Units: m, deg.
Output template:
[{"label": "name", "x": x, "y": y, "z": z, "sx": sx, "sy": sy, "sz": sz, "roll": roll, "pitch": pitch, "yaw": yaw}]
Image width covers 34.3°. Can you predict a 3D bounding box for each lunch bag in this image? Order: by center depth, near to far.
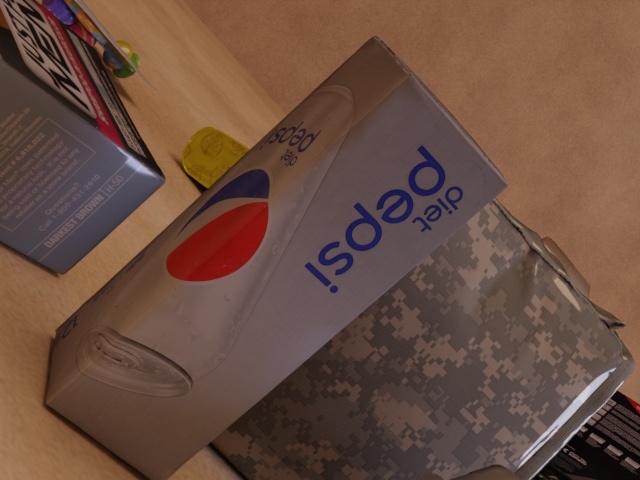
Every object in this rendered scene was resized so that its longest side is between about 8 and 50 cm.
[{"label": "lunch bag", "x": 0.070, "y": 0.093, "z": 0.815, "sx": 0.235, "sy": 0.287, "sz": 0.169, "roll": 46, "pitch": 9, "yaw": -11}]

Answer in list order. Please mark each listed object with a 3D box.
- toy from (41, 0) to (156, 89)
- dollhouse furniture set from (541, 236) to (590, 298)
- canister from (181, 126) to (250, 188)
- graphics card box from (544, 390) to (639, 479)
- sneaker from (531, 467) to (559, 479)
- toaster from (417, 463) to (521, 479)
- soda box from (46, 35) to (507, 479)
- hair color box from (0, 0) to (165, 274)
[{"label": "toy", "x": -0.311, "y": -0.278, "z": 1.333, "sx": 0.137, "sy": 0.056, "sz": 0.237, "roll": 49, "pitch": 2, "yaw": 30}, {"label": "dollhouse furniture set", "x": 0.162, "y": 0.099, "z": 1.190, "sx": 0.161, "sy": 0.212, "sz": 0.242, "roll": 49, "pitch": 35, "yaw": -12}, {"label": "canister", "x": -0.105, "y": -0.088, "z": 1.423, "sx": 0.126, "sy": 0.073, "sz": 0.170, "roll": 33, "pitch": 3, "yaw": 14}, {"label": "graphics card box", "x": 0.359, "y": 0.293, "z": 1.487, "sx": 0.233, "sy": 0.094, "sz": 0.371, "roll": 33, "pitch": 21, "yaw": 22}, {"label": "sneaker", "x": 0.206, "y": 0.277, "z": 1.247, "sx": 0.109, "sy": 0.130, "sz": 0.286, "roll": 9, "pitch": 32, "yaw": -10}, {"label": "toaster", "x": 0.075, "y": 0.234, "z": 0.610, "sx": 0.168, "sy": 0.110, "sz": 0.185, "roll": -5, "pitch": 44, "yaw": -39}, {"label": "soda box", "x": -0.033, "y": 0.014, "z": 0.632, "sx": 0.098, "sy": 0.286, "sz": 0.091, "roll": 45, "pitch": 11, "yaw": -25}, {"label": "hair color box", "x": -0.281, "y": -0.142, "z": 0.666, "sx": 0.374, "sy": 0.113, "sz": 0.185, "roll": 38, "pitch": 14, "yaw": -49}]
